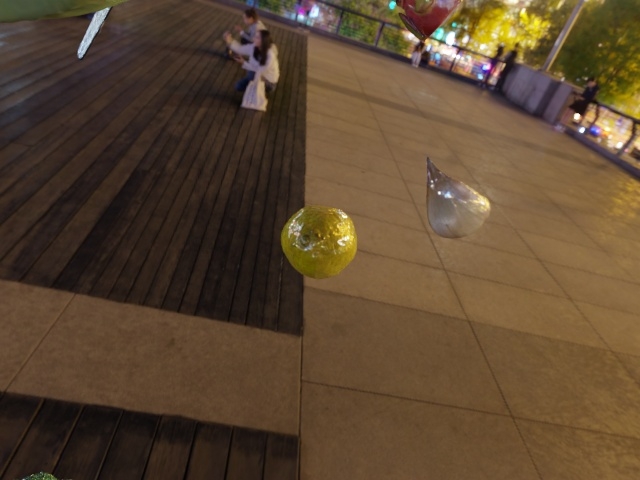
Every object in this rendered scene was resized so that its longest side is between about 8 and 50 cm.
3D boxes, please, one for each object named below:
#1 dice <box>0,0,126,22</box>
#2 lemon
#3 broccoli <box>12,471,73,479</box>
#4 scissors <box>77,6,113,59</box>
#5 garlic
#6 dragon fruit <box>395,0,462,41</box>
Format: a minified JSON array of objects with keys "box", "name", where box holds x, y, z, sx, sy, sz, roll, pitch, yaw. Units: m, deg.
[{"box":[-0.219,-0.313,0.249,0.249,0.252,0.255,2,62,5],"name":"dice"},{"box":[0.000,0.000,0.362,0.065,0.065,0.092,24,10,8],"name":"lemon"},{"box":[-0.608,0.631,0.865,0.269,0.270,0.270,0,19,0],"name":"broccoli"},{"box":[-0.275,-0.383,0.593,0.160,0.317,0.024,56,28,12],"name":"scissors"},{"box":[0.283,-0.069,0.858,0.115,0.128,0.206,14,-10,35],"name":"garlic"},{"box":[0.109,-0.248,0.438,0.056,0.060,0.083,37,14,-16],"name":"dragon fruit"}]
